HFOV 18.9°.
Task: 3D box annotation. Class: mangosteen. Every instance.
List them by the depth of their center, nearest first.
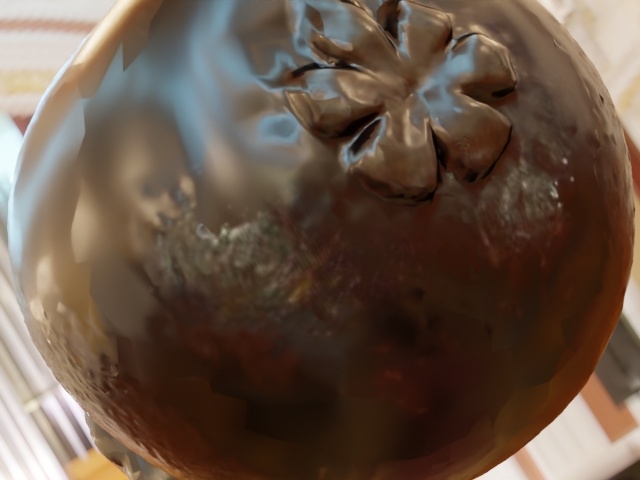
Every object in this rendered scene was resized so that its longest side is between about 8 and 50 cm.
[{"bbox_3d":[0.000,0.000,0.691,0.243,0.243,0.243,-31,-9,-6],"label":"mangosteen"}]
